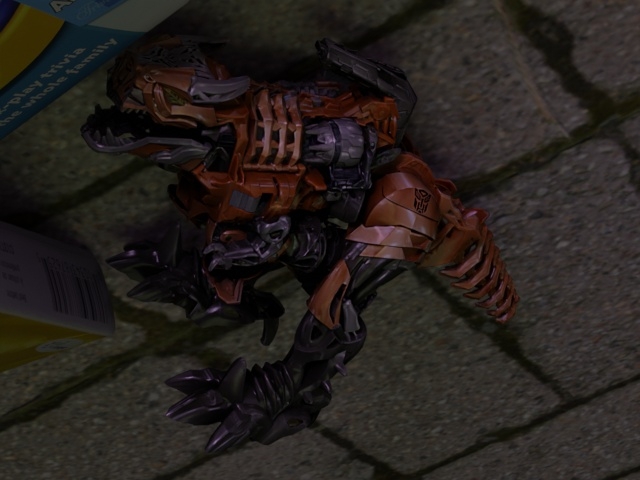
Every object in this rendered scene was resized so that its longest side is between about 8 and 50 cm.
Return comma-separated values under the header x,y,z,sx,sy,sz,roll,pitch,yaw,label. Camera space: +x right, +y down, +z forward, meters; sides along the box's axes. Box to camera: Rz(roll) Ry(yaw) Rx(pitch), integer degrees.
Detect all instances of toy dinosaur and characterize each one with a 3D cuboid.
x,y,z,sx,sy,sz,roll,pitch,yaw,label
0.000,0.000,0.853,0.322,0.164,0.218,32,112,-20,toy dinosaur

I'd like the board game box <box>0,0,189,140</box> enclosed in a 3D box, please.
x,y,z,sx,sy,sz,roll,pitch,yaw,label
-0.216,-0.098,0.574,0.254,0.079,0.336,-32,167,26,board game box

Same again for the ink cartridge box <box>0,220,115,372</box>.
x,y,z,sx,sy,sz,roll,pitch,yaw,label
-0.304,0.063,0.808,0.307,0.072,0.303,-22,170,8,ink cartridge box
